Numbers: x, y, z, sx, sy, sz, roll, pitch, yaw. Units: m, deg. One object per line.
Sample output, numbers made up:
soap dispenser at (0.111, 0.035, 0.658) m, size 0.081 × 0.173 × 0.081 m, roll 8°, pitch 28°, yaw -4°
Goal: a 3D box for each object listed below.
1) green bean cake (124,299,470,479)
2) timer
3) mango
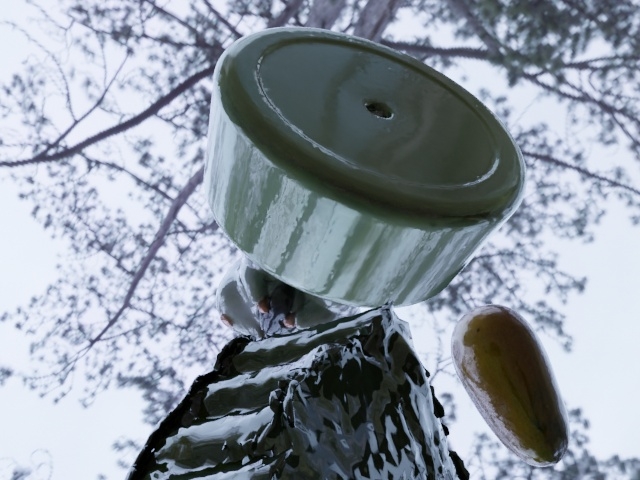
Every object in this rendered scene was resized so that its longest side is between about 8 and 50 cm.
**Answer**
green bean cake at (-0.001, 0.183, 0.391) m, size 0.255 × 0.132 × 0.241 m, roll 66°, pitch -151°, yaw -17°
timer at (0.000, 0.000, 0.811) m, size 0.290 × 0.315 × 0.291 m, roll 16°, pitch -145°, yaw -12°
mango at (0.291, 0.220, 1.275) m, size 0.255 × 0.139 × 0.175 m, roll 67°, pitch -167°, yaw 12°
